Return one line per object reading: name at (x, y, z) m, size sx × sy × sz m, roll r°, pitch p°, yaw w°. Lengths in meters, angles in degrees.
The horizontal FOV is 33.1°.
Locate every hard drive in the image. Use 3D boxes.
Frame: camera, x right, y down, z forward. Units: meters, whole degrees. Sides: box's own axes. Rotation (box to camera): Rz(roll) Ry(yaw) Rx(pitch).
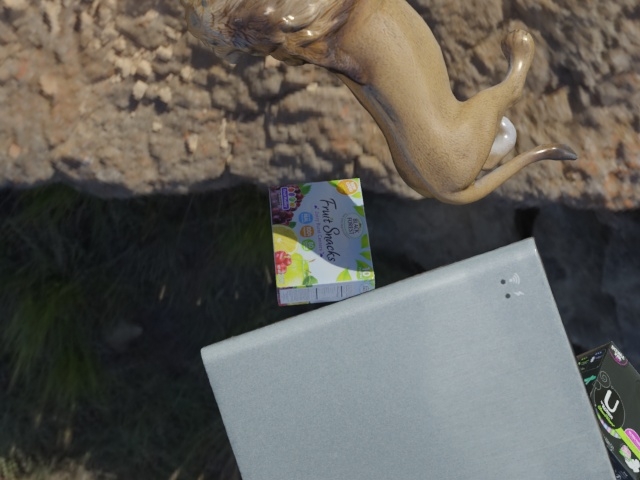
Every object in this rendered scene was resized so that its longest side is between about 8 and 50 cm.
hard drive at (0.031, 0.064, 0.408) m, size 0.135 × 0.022 × 0.094 m, roll -19°, pitch 88°, yaw 13°

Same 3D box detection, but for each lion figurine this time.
lion figurine at (0.067, -0.150, 0.965) m, size 0.392 × 0.240 × 0.142 m, roll 43°, pitch 141°, yaw -9°

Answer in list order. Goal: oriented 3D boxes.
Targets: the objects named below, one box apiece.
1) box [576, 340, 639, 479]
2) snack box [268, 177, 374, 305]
box at (0.185, 0.121, 0.725) m, size 0.052 × 0.083 × 0.062 m, roll -32°, pitch 101°, yaw 40°
snack box at (0.000, 0.000, 1.128) m, size 0.100 × 0.141 × 0.037 m, roll -5°, pitch 140°, yaw -3°
